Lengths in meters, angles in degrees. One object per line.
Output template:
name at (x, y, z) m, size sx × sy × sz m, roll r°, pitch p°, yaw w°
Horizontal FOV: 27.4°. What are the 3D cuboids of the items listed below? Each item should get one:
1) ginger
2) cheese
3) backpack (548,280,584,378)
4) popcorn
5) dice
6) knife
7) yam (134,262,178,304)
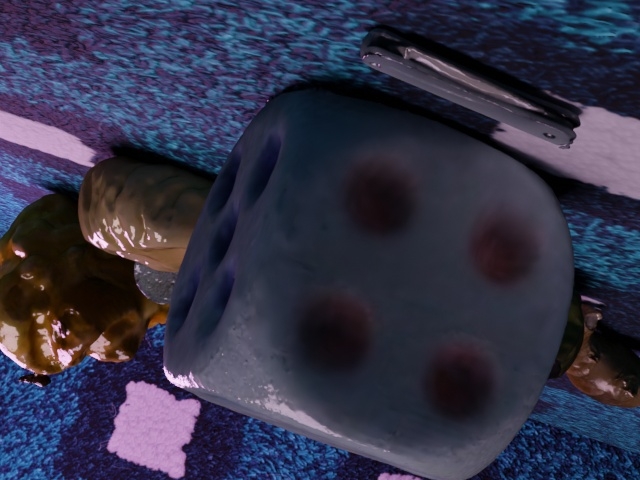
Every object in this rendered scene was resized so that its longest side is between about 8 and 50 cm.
ginger at (0.347, 0.144, 1.655) m, size 0.131 × 0.086 × 0.294 m, roll 39°, pitch 177°, yaw 31°
cheese at (-0.180, -0.027, 1.610) m, size 0.226 × 0.117 × 0.214 m, roll 19°, pitch 168°, yaw -35°
backpack at (0.166, 0.083, 1.463) m, size 0.253 × 0.140 × 0.207 m, roll 18°, pitch 169°, yaw 12°
popcorn at (-0.368, 0.065, 2.086) m, size 0.297 × 0.281 × 0.316 m, roll 20°, pitch -146°, yaw -19°
dice at (0.035, 0.044, 1.112) m, size 0.268 × 0.262 × 0.264 m, roll 21°, pitch 171°, yaw -18°
knife at (0.102, -0.102, 0.877) m, size 0.162 × 0.023 × 0.044 m, roll 21°, pitch 166°, yaw -13°
yam at (-0.212, 0.029, 2.003) m, size 0.106 × 0.106 × 0.259 m, roll 18°, pitch -168°, yaw 2°
